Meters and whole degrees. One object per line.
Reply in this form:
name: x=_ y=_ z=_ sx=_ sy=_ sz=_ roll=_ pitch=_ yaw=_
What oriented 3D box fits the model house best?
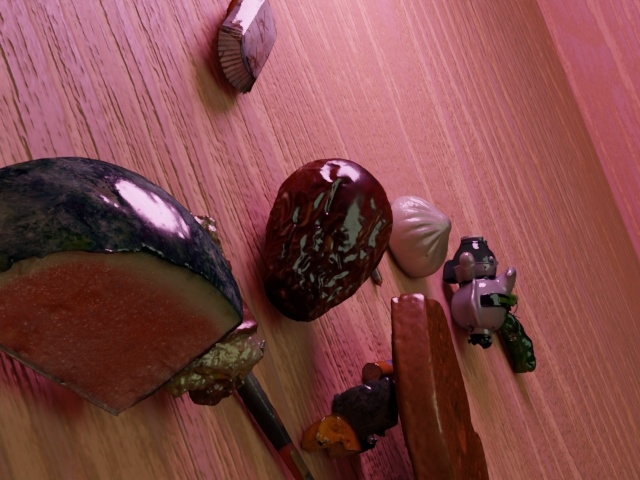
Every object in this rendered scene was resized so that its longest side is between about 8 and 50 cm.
model house: x=0.066 y=0.225 z=1.476 sx=0.066 sy=0.083 sz=0.078 roll=31 pitch=43 yaw=-53

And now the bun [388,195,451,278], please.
bun: x=0.168 y=-0.012 z=1.846 sx=0.138 sy=0.094 sz=0.138 roll=45 pitch=36 yaw=-45

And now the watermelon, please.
watermelon: x=-0.203 y=0.053 z=1.001 sx=0.318 sy=0.148 sz=0.226 roll=-5 pitch=114 yaw=-44

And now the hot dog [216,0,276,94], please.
hot dog: x=-0.103 y=-0.278 z=1.578 sx=0.191 sy=0.059 sz=0.108 roll=-75 pitch=149 yaw=-56

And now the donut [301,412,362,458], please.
donut: x=0.009 y=0.248 z=1.404 sx=0.083 sy=0.038 sz=0.067 roll=-33 pitch=102 yaw=-59

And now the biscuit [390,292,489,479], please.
biscuit: x=0.166 y=0.274 z=1.531 sx=0.349 sy=0.078 sz=0.455 roll=-87 pitch=161 yaw=-65

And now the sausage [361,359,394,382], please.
sausage: x=0.096 y=0.185 z=1.623 sx=0.107 sy=0.031 sz=0.031 roll=5 pitch=65 yaw=-61

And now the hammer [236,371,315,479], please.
hammer: x=-0.044 y=0.234 z=1.320 sx=0.287 sy=0.033 sz=0.111 roll=61 pitch=26 yaw=-13

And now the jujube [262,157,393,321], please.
jujube: x=0.000 y=0.000 z=1.468 sx=0.168 sy=0.168 sz=0.236 roll=53 pitch=44 yaw=-27

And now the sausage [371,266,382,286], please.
sausage: x=0.073 y=0.024 z=1.723 sx=0.015 sy=0.015 sz=0.100 roll=-17 pitch=85 yaw=-64

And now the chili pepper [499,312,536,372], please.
chili pepper: x=0.341 y=0.165 z=2.084 sx=0.182 sy=0.050 sz=0.073 roll=51 pitch=37 yaw=-26

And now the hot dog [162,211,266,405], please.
hot dog: x=-0.144 y=0.072 z=1.190 sx=0.146 sy=0.103 sz=0.213 roll=1 pitch=58 yaw=-39

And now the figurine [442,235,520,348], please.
figurine: x=0.271 y=0.089 z=1.937 sx=0.147 sy=0.126 sz=0.192 roll=50 pitch=37 yaw=-70
